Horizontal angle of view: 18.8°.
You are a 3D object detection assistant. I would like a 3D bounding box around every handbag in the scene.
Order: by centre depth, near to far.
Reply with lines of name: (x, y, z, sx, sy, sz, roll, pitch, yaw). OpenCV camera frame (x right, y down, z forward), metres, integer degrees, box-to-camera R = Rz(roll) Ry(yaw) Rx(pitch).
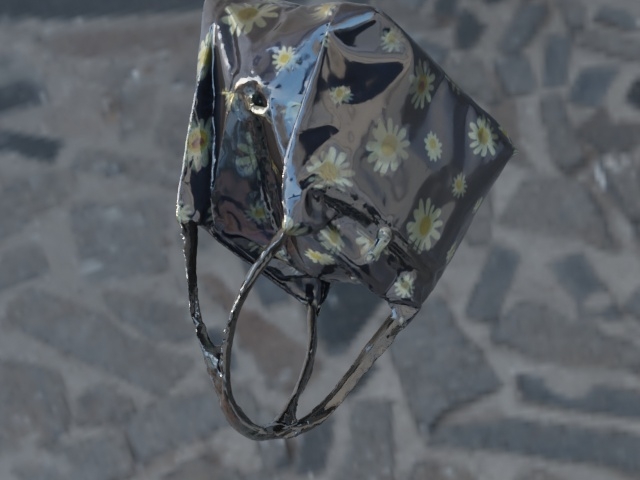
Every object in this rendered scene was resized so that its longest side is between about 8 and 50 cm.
handbag: (0.000, 0.000, 0.634, 0.072, 0.115, 0.139, 4, 68, 34)
